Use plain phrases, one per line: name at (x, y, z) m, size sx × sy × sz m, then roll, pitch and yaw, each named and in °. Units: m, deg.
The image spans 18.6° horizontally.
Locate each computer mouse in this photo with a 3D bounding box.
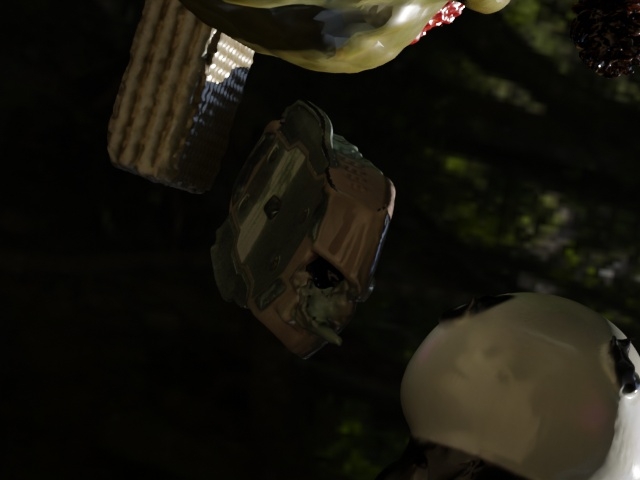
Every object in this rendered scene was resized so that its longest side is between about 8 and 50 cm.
computer mouse at (0.005, 0.001, 1.804) m, size 0.199 × 0.115 × 0.389 m, roll -62°, pitch -157°, yaw 18°

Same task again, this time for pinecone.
pinecone at (0.263, -0.187, 1.747) m, size 0.077 × 0.077 × 0.083 m, roll -52°, pitch -132°, yaw 42°

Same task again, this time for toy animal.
toy animal at (0.171, 0.200, 1.754) m, size 0.251 × 0.251 × 0.309 m, roll 33°, pitch -68°, yaw 59°

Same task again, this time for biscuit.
biscuit at (-0.084, -0.254, 1.734) m, size 0.144 × 0.079 × 0.426 m, roll 16°, pitch 91°, yaw -76°

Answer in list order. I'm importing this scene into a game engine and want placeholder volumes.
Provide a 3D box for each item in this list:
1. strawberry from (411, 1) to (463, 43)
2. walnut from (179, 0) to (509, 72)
strawberry at (0.129, -0.294, 2.317) m, size 0.174 × 0.228 × 0.098 m, roll -42°, pitch -104°, yaw 38°
walnut at (0.020, -0.247, 1.184) m, size 0.253 × 0.277 × 0.282 m, roll 23°, pitch -98°, yaw 38°
